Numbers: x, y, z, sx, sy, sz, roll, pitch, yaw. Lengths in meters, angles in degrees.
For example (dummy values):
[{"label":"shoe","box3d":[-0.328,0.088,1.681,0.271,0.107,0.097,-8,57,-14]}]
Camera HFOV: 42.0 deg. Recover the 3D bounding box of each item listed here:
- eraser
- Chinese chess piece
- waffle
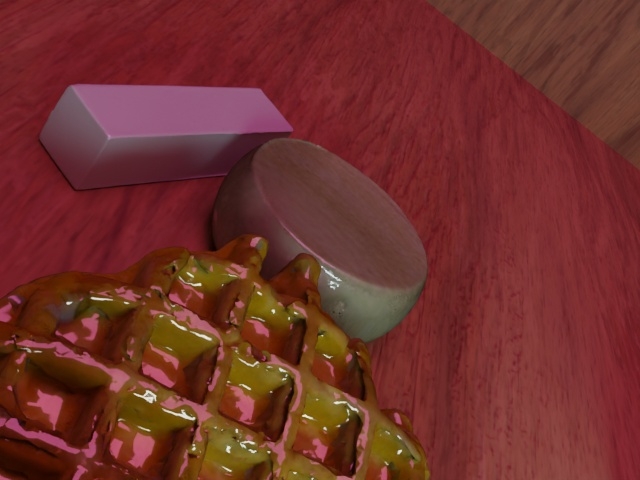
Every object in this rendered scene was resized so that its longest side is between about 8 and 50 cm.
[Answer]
[{"label":"eraser","box3d":[-0.156,-0.118,0.923,0.078,0.076,0.298,51,31,16]},{"label":"Chinese chess piece","box3d":[0.000,0.000,0.919,0.250,0.101,0.250,29,32,-20]},{"label":"waffle","box3d":[-0.067,0.172,0.574,0.382,0.095,0.379,-20,76,-45]}]
